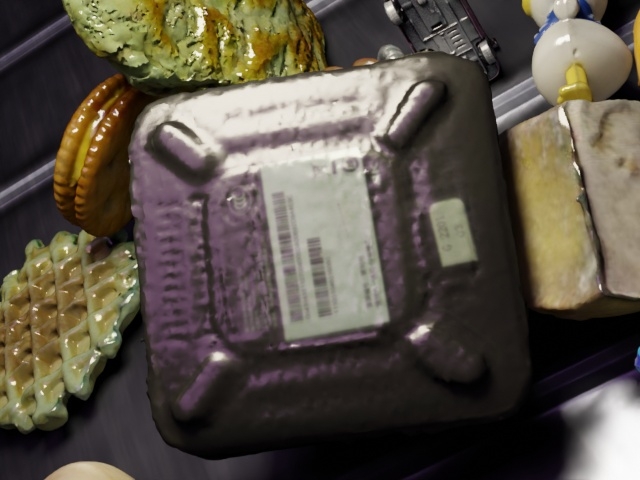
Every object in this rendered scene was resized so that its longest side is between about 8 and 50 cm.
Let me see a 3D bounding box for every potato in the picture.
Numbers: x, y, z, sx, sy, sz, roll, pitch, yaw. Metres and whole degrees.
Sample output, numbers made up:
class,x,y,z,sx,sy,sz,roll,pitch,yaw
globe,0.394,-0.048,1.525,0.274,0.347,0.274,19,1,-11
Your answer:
class,x,y,z,sx,sy,sz,roll,pitch,yaw
potato,0.250,-0.015,1.072,0.264,0.211,0.189,-19,76,59

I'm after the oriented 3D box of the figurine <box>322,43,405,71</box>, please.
class,x,y,z,sx,sy,sz,roll,pitch,yaw
figurine,-0.001,0.001,1.180,0.261,0.186,0.382,-17,48,60

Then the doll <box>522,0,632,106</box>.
class,x,y,z,sx,sy,sz,roll,pitch,yaw
doll,0.272,-0.237,1.204,0.119,0.138,0.293,-10,48,20

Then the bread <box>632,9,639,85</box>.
class,x,y,z,sx,sy,sz,roll,pitch,yaw
bread,0.453,-0.213,1.083,0.305,0.091,0.142,-3,50,35

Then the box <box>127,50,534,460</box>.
class,x,y,z,sx,sy,sz,roll,pitch,yaw
box,0.002,0.008,1.014,0.350,0.091,0.359,-10,77,9

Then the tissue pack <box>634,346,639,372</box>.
class,x,y,z,sx,sy,sz,roll,pitch,yaw
tissue pack,0.380,0.093,0.771,0.209,0.137,0.269,-55,40,13

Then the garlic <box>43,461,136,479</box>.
class,x,y,z,sx,sy,sz,roll,pitch,yaw
garlic,-0.267,0.332,1.167,0.228,0.110,0.217,-15,45,28

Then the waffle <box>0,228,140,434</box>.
class,x,y,z,sx,sy,sz,roll,pitch,yaw
waffle,-0.349,0.112,1.444,0.292,0.056,0.309,1,54,38

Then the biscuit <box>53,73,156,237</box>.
class,x,y,z,sx,sy,sz,roll,pitch,yaw
biscuit,-0.256,-0.109,1.411,0.066,0.220,0.220,24,70,14

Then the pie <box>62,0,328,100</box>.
class,x,y,z,sx,sy,sz,roll,pitch,yaw
pie,-0.159,-0.304,1.376,0.180,0.418,0.395,-30,41,22

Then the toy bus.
class,x,y,z,sx,sy,sz,roll,pitch,yaw
toy bus,0.139,-0.261,1.297,0.087,0.178,0.098,-26,32,17
